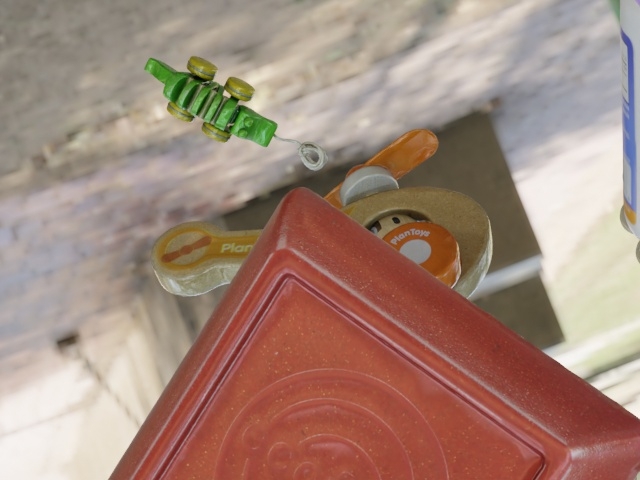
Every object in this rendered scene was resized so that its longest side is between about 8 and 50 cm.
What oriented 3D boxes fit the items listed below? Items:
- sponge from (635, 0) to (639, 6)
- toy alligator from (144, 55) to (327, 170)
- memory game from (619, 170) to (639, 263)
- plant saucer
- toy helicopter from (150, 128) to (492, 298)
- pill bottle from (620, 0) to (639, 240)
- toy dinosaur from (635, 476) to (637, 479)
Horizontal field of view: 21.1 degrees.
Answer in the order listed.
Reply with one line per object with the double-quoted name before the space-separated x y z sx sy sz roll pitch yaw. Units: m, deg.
"sponge" 0.251 -0.222 0.991 0.210 0.117 0.031 -29 -168 35
"toy alligator" -0.080 -0.113 1.563 0.056 0.190 0.051 -61 178 17
"memory game" 0.371 -0.032 1.599 0.186 0.186 0.012 -21 164 2
"plant saucer" 0.010 0.141 0.966 0.259 0.258 0.048 -57 162 9
"toy helicopter" 0.000 0.000 1.764 0.355 0.235 0.140 -1 140 14
"pill bottle" 0.303 -0.131 1.298 0.152 0.272 0.152 -5 -150 3
"toy dinosaur" 0.330 0.285 1.733 0.053 0.092 0.183 -38 150 -2
